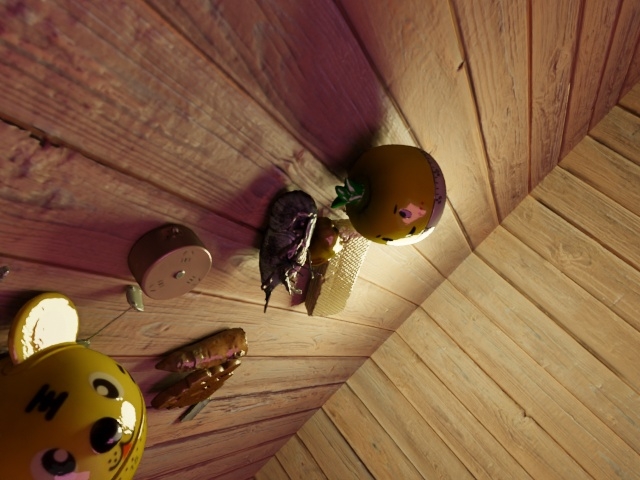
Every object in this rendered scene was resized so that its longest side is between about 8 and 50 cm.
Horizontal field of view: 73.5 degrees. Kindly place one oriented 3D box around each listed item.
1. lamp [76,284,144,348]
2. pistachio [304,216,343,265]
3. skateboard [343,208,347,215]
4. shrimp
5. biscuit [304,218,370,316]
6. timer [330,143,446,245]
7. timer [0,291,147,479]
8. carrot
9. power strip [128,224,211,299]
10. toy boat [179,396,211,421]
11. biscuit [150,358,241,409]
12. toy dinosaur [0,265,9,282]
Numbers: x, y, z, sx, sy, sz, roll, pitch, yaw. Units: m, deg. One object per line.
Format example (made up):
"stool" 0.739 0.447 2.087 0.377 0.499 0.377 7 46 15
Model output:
"lamp" -0.460 0.172 0.907 0.198 0.056 0.050 -34 153 4
"pistachio" -0.001 -0.002 1.163 0.100 0.110 0.189 -3 154 -23
"skateboard" 0.104 -0.082 1.289 0.064 0.032 0.083 -48 151 -14
"shrimp" -0.082 0.054 1.072 0.137 0.172 0.372 -3 121 -17
"biscuit" 0.048 0.097 1.366 0.144 0.078 0.426 -4 137 -20
"timer" 0.145 -0.115 1.077 0.285 0.285 0.285 -32 150 -21
"timer" -0.496 0.330 0.750 0.376 0.376 0.386 -28 134 -27
"carrot" -0.335 0.319 1.212 0.263 0.102 0.102 -8 136 -40
"power strip" -0.305 0.044 0.876 0.154 0.078 0.154 -31 149 -21
"toy boat" -0.439 0.591 1.505 0.115 0.016 0.063 -46 152 5
"biscuit" -0.385 0.456 1.339 0.278 0.043 0.301 -22 156 -28
"toy dinosaur" -0.552 0.064 0.610 0.167 0.053 0.242 -4 133 -48
